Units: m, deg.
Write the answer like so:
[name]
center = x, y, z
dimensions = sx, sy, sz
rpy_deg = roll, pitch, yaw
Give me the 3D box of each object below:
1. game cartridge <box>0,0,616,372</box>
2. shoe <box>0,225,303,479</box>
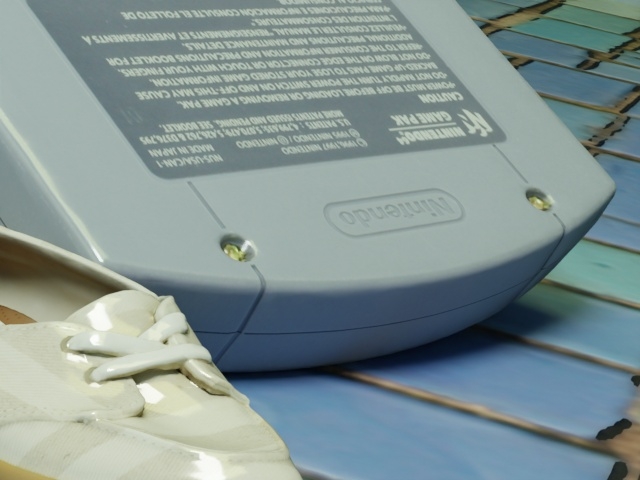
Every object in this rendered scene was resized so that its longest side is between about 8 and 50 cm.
[game cartridge]
center = -0.020, -0.041, 0.746
dimensions = 0.297, 0.062, 0.198
rpy_deg = -9, 57, -46
[shoe]
center = -0.088, 0.032, 0.564
dimensions = 0.219, 0.058, 0.076
rpy_deg = 23, 18, 39
